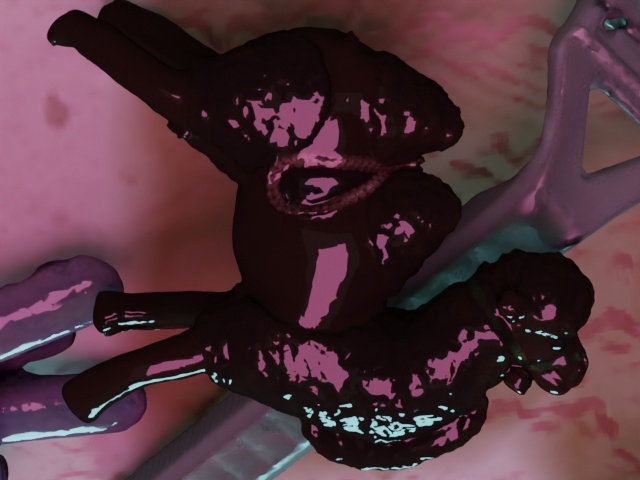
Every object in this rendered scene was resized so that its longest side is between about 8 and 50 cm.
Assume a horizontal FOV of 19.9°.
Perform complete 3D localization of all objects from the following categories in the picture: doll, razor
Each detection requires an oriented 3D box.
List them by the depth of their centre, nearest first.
[{"bbox_3d":[0.000,0.000,0.549,0.165,0.057,0.139,4,97,13],"label":"doll"},{"bbox_3d":[0.021,0.027,0.599,0.111,0.056,0.278,40,109,-19],"label":"razor"}]

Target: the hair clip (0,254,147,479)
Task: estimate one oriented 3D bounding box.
[{"bbox_3d":[-0.199,0.071,0.603,0.278,0.090,0.137,-6,120,3],"label":"hair clip"}]
